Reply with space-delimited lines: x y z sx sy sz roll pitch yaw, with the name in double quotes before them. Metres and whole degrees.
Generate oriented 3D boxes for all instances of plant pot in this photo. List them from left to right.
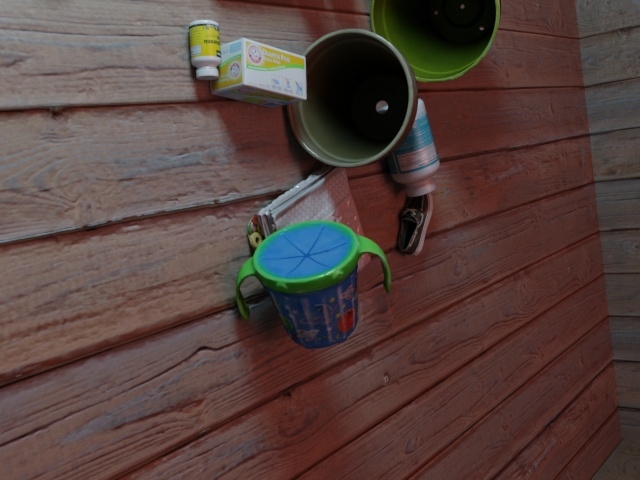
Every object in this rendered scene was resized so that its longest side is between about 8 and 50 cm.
"plant pot" 0.116 -0.343 1.797 0.280 0.323 0.323 -12 97 -66
"plant pot" 0.379 -0.681 2.106 0.353 0.367 0.366 -41 119 -57

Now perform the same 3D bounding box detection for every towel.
"towel" 0.000 0.000 1.777 0.332 0.053 0.316 -40 123 -43

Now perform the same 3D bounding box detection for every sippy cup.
"sippy cup" -0.014 0.109 1.579 0.240 0.306 0.224 -47 137 -43

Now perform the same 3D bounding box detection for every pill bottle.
"pill bottle" -0.245 -0.405 1.520 0.065 0.065 0.116 -6 93 -50
"pill bottle" 0.256 -0.263 2.048 0.146 0.146 0.264 -37 116 -45

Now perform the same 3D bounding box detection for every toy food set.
"toy food set" -0.139 -0.021 1.654 0.083 0.020 0.082 -14 98 -49

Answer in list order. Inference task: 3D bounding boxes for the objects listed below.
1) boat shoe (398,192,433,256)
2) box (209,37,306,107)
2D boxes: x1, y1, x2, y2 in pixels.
"boat shoe" 0.279 -0.065 2.114 0.070 0.078 0.219 25 70 -48
"box" -0.139 -0.373 1.608 0.203 0.114 0.103 1 86 -49
